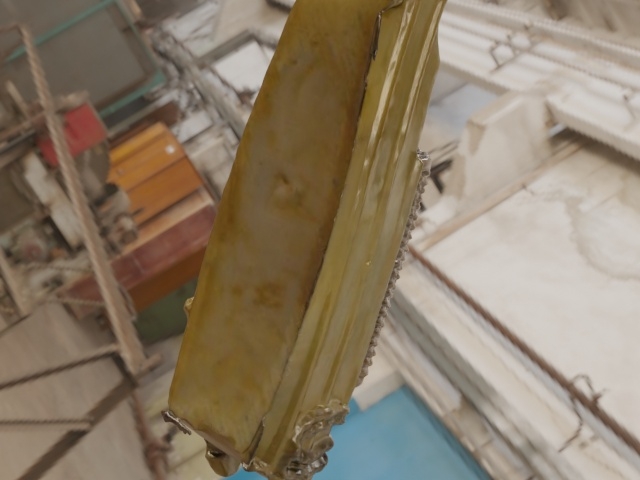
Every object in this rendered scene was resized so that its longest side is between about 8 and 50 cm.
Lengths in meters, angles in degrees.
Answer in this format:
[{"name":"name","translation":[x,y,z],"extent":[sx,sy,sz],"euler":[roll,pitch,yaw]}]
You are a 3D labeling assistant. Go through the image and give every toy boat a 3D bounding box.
[{"name":"toy boat","translation":[0.000,0.000,0.540],"extent":[0.089,0.310,0.115],"euler":[21,9,33]}]
